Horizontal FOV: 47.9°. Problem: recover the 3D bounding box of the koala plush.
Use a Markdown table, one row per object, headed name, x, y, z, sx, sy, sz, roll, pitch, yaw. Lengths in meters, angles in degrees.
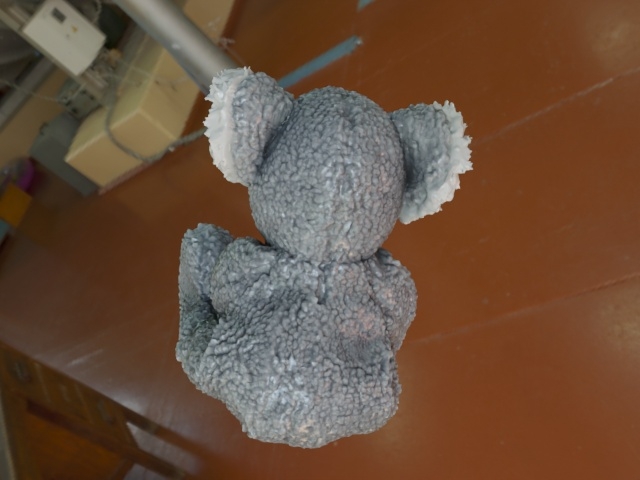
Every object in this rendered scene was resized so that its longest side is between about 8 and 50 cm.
| name | x | y | z | sx | sy | sz | roll | pitch | yaw |
| --- | --- | --- | --- | --- | --- | --- | --- | --- | --- |
| koala plush | 0.000 | 0.000 | 0.491 | 0.203 | 0.196 | 0.221 | -93 | 16 | -69 |
